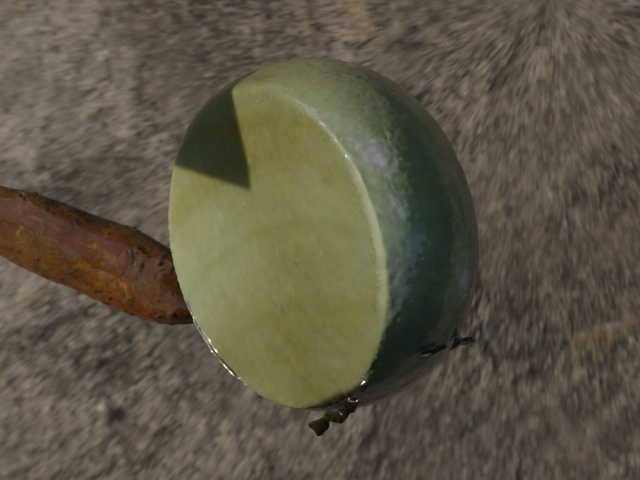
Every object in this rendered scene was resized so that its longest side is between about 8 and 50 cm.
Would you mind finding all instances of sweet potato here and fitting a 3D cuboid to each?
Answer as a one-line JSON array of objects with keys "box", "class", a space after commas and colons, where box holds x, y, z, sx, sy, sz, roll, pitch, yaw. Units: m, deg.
[{"box": [-0.183, 0.008, 1.445, 0.314, 0.066, 0.072, 21, 142, 5], "class": "sweet potato"}]

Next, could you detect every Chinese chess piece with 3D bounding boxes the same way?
[{"box": [0.000, 0.000, 1.234, 0.238, 0.092, 0.238, 16, 113, 44], "class": "Chinese chess piece"}]
